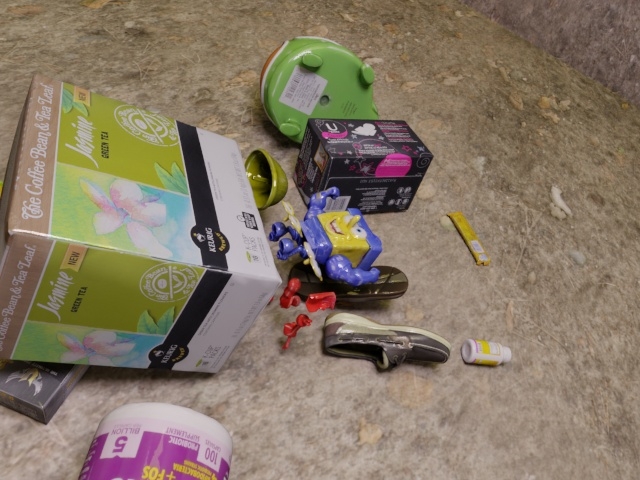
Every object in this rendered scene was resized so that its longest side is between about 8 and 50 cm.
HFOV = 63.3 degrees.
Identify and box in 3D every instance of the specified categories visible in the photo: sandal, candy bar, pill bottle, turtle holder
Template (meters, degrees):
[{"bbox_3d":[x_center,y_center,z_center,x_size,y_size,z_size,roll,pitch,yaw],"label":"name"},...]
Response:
[{"bbox_3d":[0.049,0.083,0.954,0.219,0.060,0.090,0,48,4],"label":"sandal"},{"bbox_3d":[0.339,-0.008,1.185,0.040,0.018,0.162,-5,52,-21],"label":"candy bar"},{"bbox_3d":[-0.199,0.345,0.549,0.169,0.169,0.302,13,46,-9],"label":"pill bottle"},{"bbox_3d":[0.306,0.207,0.957,0.083,0.043,0.044,9,47,-13],"label":"pill bottle"},{"bbox_3d":[0.008,-0.363,1.234,0.319,0.244,0.227,-13,37,-19],"label":"turtle holder"}]

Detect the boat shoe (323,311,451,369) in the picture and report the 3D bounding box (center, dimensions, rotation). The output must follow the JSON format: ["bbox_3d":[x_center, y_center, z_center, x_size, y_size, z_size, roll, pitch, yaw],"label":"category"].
[{"bbox_3d":[0.111,0.184,0.884,0.223,0.080,0.074,14,51,-1],"label":"boat shoe"}]

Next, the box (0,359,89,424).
[{"bbox_3d":[-0.436,0.127,0.738,0.230,0.056,0.183,23,44,1],"label":"box"}]

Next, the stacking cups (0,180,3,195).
[{"bbox_3d":[-0.614,-0.118,0.876,0.316,0.096,0.096,41,48,21],"label":"stacking cups"}]

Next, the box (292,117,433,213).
[{"bbox_3d":[0.086,-0.160,1.127,0.247,0.164,0.142,-5,47,-25],"label":"box"}]

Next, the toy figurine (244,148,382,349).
[{"bbox_3d":[0.000,0.000,0.936,0.217,0.191,0.363,-2,44,-29],"label":"toy figurine"}]

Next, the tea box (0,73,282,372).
[{"bbox_3d":[-0.274,-0.016,0.744,0.323,0.220,0.329,12,38,-34],"label":"tea box"}]
